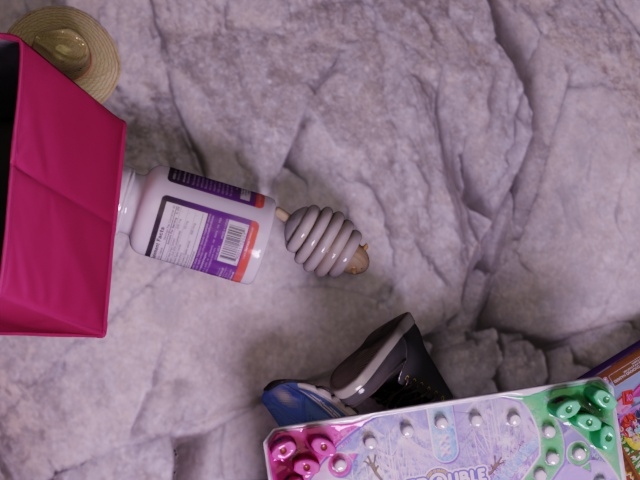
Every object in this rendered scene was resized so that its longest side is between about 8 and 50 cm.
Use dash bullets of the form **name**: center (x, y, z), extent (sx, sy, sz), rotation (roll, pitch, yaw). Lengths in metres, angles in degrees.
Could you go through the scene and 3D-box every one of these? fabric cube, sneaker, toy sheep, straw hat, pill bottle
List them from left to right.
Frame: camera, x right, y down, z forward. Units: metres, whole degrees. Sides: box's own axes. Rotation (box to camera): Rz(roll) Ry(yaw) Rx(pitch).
- **fabric cube**: center (-0.370, -0.045, 1.257), extent (0.254, 0.258, 0.259), rotation (0, 78, 14)
- **straw hat**: center (-0.306, -0.223, 1.447), extent (0.144, 0.061, 0.145), rotation (2, 80, -11)
- **pill bottle**: center (-0.157, -0.025, 1.416), extent (0.193, 0.108, 0.108), rotation (17, 76, -8)
- **toy sheep**: center (0.000, 0.000, 1.455), extent (0.132, 0.091, 0.091), rotation (27, 75, -5)
- **sneaker**: center (0.022, 0.306, 1.380), extent (0.147, 0.130, 0.330), rotation (-31, 87, -18)
- **sneaker**: center (0.091, 0.163, 1.388), extent (0.083, 0.222, 0.118), rotation (-33, 91, 24)

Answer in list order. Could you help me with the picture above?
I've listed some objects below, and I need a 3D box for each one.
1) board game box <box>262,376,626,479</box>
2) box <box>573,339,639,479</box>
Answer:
- **board game box**: center (0.157, 0.369, 1.317), extent (0.389, 0.050, 0.390), rotation (-8, 91, -4)
- **box**: center (0.416, 0.231, 1.513), extent (0.293, 0.057, 0.201), rotation (-29, 87, -16)
